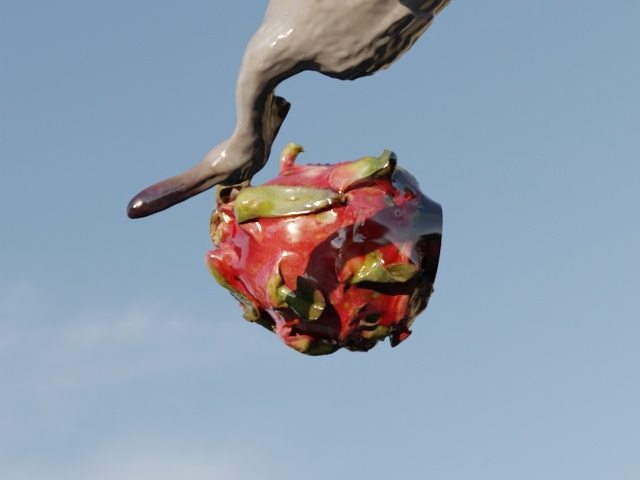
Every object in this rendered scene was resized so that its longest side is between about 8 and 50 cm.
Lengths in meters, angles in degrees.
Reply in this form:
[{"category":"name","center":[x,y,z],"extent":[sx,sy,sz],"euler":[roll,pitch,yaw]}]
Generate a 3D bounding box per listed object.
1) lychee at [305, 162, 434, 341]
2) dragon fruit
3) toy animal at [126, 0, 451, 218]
[{"category":"lychee","center":[0.022,0.017,1.657],"extent":[0.188,0.188,0.188],"euler":[-14,-26,-7]},{"category":"dragon fruit","center":[0.000,0.000,1.338],"extent":[0.172,0.160,0.167],"euler":[8,-71,-4]},{"category":"toy animal","center":[0.009,-0.149,1.117],"extent":[0.195,0.090,0.324],"euler":[-4,-43,-46]}]
